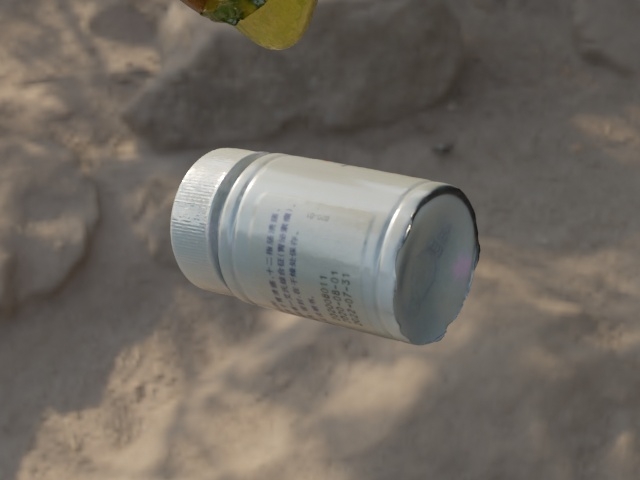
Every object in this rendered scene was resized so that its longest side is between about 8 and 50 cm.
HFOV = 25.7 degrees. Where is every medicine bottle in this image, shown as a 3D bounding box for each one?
[{"bbox_3d":[0.000,0.000,1.672,0.332,0.190,0.190,13,36,33],"label":"medicine bottle"}]

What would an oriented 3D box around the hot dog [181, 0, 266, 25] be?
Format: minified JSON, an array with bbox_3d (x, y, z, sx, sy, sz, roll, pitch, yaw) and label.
[{"bbox_3d":[-0.158,-0.329,1.484,0.269,0.072,0.115,35,60,10],"label":"hot dog"}]

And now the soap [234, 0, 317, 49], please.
[{"bbox_3d":[-0.130,-0.449,1.881,0.115,0.306,0.427,-20,59,-30],"label":"soap"}]
